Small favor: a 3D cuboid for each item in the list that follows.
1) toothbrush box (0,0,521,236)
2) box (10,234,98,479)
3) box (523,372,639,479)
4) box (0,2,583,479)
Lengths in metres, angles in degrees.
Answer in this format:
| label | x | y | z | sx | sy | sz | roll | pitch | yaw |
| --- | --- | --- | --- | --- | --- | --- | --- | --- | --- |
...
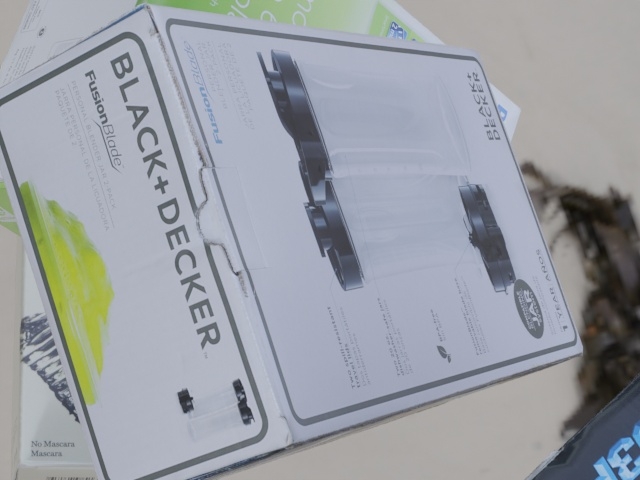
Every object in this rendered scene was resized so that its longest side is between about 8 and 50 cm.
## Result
| label | x | y | z | sx | sy | sz | roll | pitch | yaw |
| --- | --- | --- | --- | --- | --- | --- | --- | --- | --- |
| toothbrush box | -0.036 | -0.054 | 0.925 | 0.283 | 0.122 | 0.206 | 36 | 65 | -38 |
| box | -0.196 | 0.067 | 1.323 | 0.113 | 0.094 | 0.275 | 1 | 66 | -13 |
| box | 0.113 | 0.095 | 0.552 | 0.175 | 0.220 | 0.051 | -41 | 70 | -10 |
| box | 0.000 | 0.000 | 0.693 | 0.290 | 0.087 | 0.169 | -7 | 77 | -61 |
